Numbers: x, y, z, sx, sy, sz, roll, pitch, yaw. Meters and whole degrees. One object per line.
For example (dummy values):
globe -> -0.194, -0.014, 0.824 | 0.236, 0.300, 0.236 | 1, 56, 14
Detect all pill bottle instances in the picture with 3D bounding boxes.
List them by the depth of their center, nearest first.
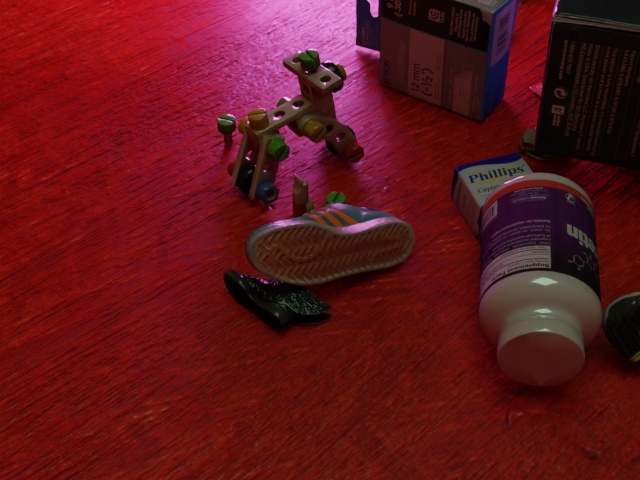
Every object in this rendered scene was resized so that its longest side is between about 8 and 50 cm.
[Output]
pill bottle -> 0.334, 0.058, 1.627 | 0.182, 0.181, 0.322 | 4, 45, 6

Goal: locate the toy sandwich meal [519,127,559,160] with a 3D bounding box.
toy sandwich meal -> 0.413, -0.181, 1.978 | 0.086, 0.029, 0.085 | -1, 44, 1

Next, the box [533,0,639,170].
box -> 0.658, -0.361, 1.874 | 0.472, 0.297, 0.479 | 11, 45, 14

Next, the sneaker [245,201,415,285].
sneaker -> 0.000, 0.000, 1.735 | 0.302, 0.108, 0.121 | -3, 21, -31

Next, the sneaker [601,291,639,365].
sneaker -> 0.609, 0.107, 1.628 | 0.385, 0.145, 0.147 | -5, 24, -7

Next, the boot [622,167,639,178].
boot -> 0.606, -0.106, 1.874 | 0.152, 0.072, 0.197 | 20, 41, 23

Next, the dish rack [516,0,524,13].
dish rack -> 0.344, -0.538, 2.316 | 0.208, 0.074, 0.271 | 15, 47, 17

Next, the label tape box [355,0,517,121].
label tape box -> 0.192, -0.406, 2.057 | 0.348, 0.249, 0.115 | 23, 49, 23

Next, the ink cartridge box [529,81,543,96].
ink cartridge box -> 0.603, -0.296, 2.067 | 0.296, 0.066, 0.261 | -22, 49, -20

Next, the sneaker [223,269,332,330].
sneaker -> -0.070, 0.087, 1.705 | 0.089, 0.051, 0.170 | -35, 58, -30

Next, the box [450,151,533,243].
box -> 0.310, -0.075, 1.842 | 0.126, 0.072, 0.137 | -13, 45, -13

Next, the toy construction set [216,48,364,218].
toy construction set -> -0.043, -0.186, 1.847 | 0.258, 0.237, 0.308 | -8, 45, -6
